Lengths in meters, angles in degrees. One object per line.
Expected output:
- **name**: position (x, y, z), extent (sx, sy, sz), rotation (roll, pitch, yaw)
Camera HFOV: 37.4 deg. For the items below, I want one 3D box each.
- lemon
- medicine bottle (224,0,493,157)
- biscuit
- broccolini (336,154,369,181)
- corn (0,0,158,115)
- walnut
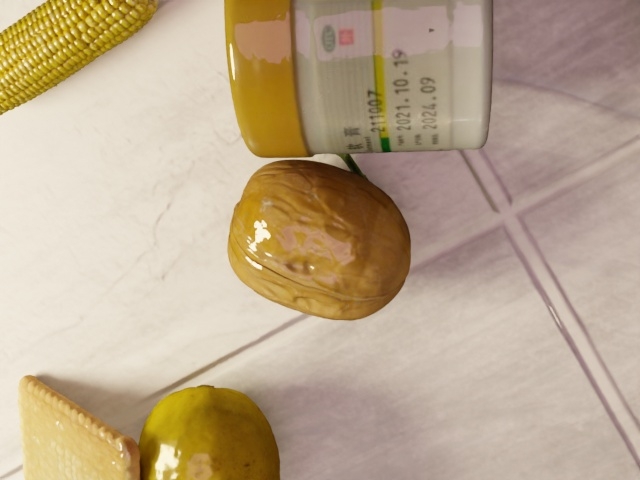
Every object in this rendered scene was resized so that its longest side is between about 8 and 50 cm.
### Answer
- **lemon**: position (-0.126, 0.265, 1.087), extent (0.170, 0.170, 0.207), rotation (-6, 97, 9)
- **medicine bottle**: position (0.043, -0.199, 0.900), extent (0.232, 0.238, 0.238), rotation (0, 105, 7)
- **biscuit**: position (-0.284, 0.263, 1.112), extent (0.249, 0.030, 0.160), rotation (15, 111, 44)
- **broccolini**: position (0.030, -0.100, 1.045), extent (0.035, 0.030, 0.140), rotation (-40, 104, -20)
- **corn**: position (-0.288, -0.214, 1.023), extent (0.248, 0.081, 0.081), rotation (-29, 100, 13)
- **walnut**: position (0.000, 0.000, 1.005), extent (0.197, 0.165, 0.165), rotation (13, 107, 4)
